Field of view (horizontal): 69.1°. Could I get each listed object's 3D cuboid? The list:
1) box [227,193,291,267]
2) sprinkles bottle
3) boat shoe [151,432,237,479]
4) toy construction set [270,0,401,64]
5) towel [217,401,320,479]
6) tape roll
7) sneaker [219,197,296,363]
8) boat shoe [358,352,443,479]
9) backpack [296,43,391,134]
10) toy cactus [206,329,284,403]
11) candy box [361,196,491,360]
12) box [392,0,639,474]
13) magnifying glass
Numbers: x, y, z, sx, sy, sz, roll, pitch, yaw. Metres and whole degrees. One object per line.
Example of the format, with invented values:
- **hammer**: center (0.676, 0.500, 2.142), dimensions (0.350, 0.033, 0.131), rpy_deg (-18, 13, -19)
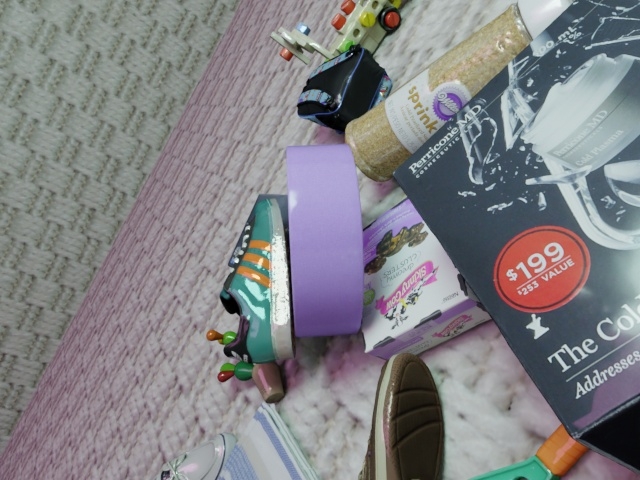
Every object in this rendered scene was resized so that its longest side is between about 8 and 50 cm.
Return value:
- **box**: center (-0.093, -0.004, 0.972), dimensions (0.233, 0.059, 0.183), rpy_deg (12, 76, 55)
- **sprinkles bottle**: center (0.199, -0.213, 0.680), dimensions (0.356, 0.121, 0.121), rpy_deg (-29, 46, 40)
- **boat shoe**: center (-0.254, 0.437, 0.848), dimensions (0.267, 0.088, 0.096), rpy_deg (-45, 37, 25)
- **toy construction set**: center (0.049, -0.492, 0.990), dimensions (0.327, 0.215, 0.151), rpy_deg (-45, 37, 24)
- **towel**: center (-0.107, 0.424, 0.711), dimensions (0.284, 0.034, 0.209), rpy_deg (-60, 38, 6)
- **tape roll**: center (0.000, 0.000, 0.678), dimensions (0.275, 0.090, 0.274), rpy_deg (177, 90, -88)
- **sneaker**: center (-0.111, 0.056, 0.780), dimensions (0.121, 0.108, 0.301), rpy_deg (-6, 56, 0)
- **boat shoe**: center (0.078, 0.261, 0.531), dimensions (0.095, 0.095, 0.257), rpy_deg (-30, 45, 47)
- **backpack**: center (0.037, -0.298, 0.957), dimensions (0.173, 0.117, 0.158), rpy_deg (12, 77, 55)
- **toy cactus**: center (-0.113, 0.201, 0.834), dimensions (0.219, 0.112, 0.180), rpy_deg (-42, 48, 14)
- **candy box**: center (0.128, 0.044, 0.635), dimensions (0.165, 0.070, 0.196), rpy_deg (-38, 40, 32)
- **box**: center (0.283, -0.049, 0.380), dimensions (0.343, 0.179, 0.312), rpy_deg (-44, 37, 18)
- **magnifying glass**: center (0.201, 0.233, 0.445), dimensions (0.230, 0.026, 0.092), rpy_deg (-53, 34, 9)
